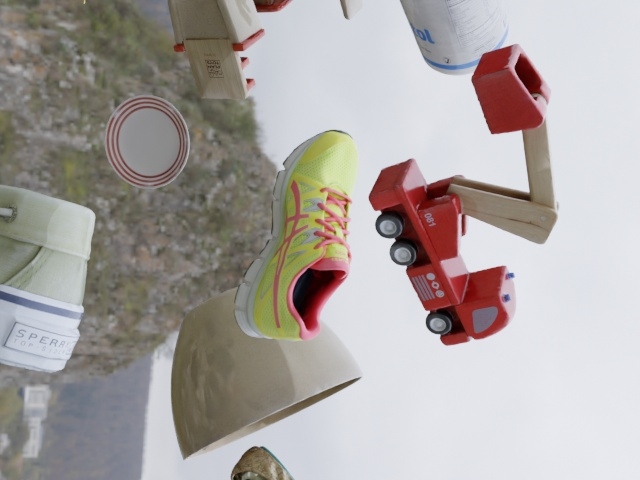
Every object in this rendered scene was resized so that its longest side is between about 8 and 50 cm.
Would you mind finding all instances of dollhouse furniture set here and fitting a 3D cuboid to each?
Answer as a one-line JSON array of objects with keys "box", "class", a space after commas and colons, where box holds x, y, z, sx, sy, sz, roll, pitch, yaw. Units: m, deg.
[{"box": [-0.077, -0.297, 1.023, 0.259, 0.262, 0.135, -53, 140, -43], "class": "dollhouse furniture set"}]

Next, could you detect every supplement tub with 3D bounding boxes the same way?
[{"box": [0.092, -0.176, 0.584, 0.107, 0.071, 0.071, 52, 26, -53], "class": "supplement tub"}]

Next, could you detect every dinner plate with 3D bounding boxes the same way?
[{"box": [-0.261, -0.149, 1.240, 0.017, 0.141, 0.141, -21, 120, -73], "class": "dinner plate"}]

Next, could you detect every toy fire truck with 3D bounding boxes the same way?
[{"box": [0.109, -0.021, 0.556, 0.192, 0.135, 0.047, 61, 31, -21], "class": "toy fire truck"}]

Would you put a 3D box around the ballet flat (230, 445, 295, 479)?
[{"box": [-0.036, 0.344, 1.031, 0.206, 0.067, 0.073, 32, -48, 30], "class": "ballet flat"}]

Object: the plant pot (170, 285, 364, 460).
[{"box": [-0.104, 0.174, 1.197, 0.191, 0.284, 0.284, 64, -26, 13], "class": "plant pot"}]

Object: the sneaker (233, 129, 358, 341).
[{"box": [0.000, 0.000, 0.749, 0.094, 0.081, 0.208, 15, -95, 48], "class": "sneaker"}]

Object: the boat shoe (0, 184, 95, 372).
[{"box": [-0.251, -0.004, 0.502, 0.109, 0.302, 0.094, 39, 69, -61], "class": "boat shoe"}]

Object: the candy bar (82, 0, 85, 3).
[{"box": [-0.302, -0.405, 1.137, 0.161, 0.018, 0.040, -50, -128, 25], "class": "candy bar"}]
